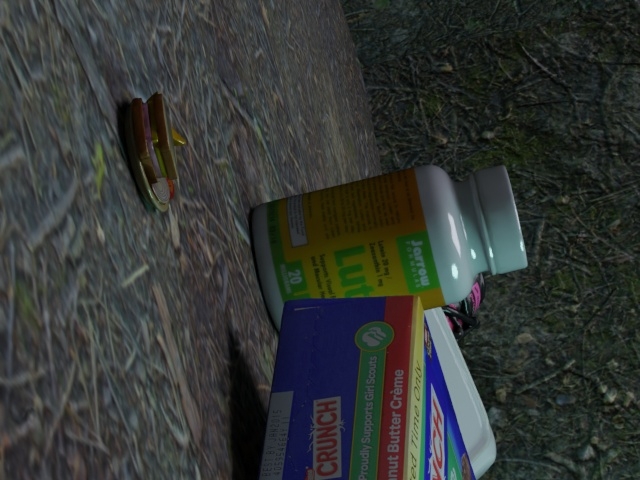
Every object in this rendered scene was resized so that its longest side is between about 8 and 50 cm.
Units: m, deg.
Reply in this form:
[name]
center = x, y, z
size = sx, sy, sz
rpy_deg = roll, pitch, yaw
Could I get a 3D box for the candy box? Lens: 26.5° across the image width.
[candy box]
center = 0.048, 0.242, 1.063
size = 0.268, 0.122, 0.317
rpy_deg = -81, 158, -43

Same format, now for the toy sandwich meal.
[toy sandwich meal]
center = -0.105, -0.060, 0.893
size = 0.085, 0.029, 0.086
rpy_deg = -13, 90, -84

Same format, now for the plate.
[plate]
center = 0.105, 0.172, 1.524
size = 0.277, 0.045, 0.278
rpy_deg = -27, 94, -59

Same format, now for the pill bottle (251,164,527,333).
[pill bottle]
center = 0.068, 0.004, 1.301
size = 0.136, 0.245, 0.136
rpy_deg = -13, 90, -84

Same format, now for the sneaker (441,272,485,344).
[sneaker]
center = 0.119, 0.086, 1.781
size = 0.483, 0.202, 0.185
rpy_deg = -94, 169, -54
